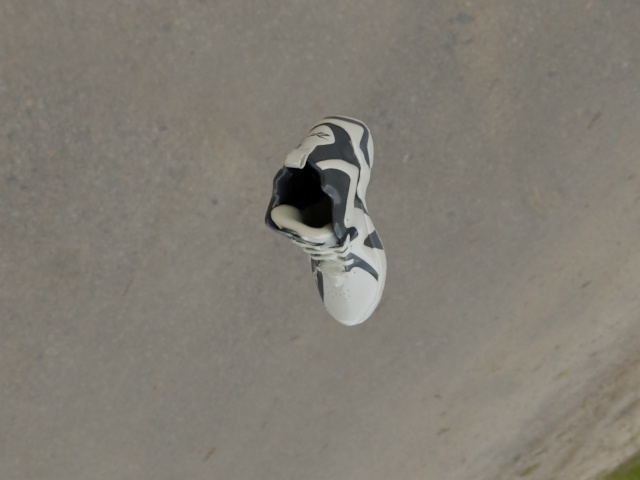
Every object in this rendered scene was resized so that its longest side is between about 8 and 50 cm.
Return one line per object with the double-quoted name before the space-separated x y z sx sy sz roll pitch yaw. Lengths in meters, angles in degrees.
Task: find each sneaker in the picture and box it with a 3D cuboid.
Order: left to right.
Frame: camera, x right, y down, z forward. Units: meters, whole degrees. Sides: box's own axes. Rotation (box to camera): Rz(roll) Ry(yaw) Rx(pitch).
"sneaker" 0.000 0.000 0.843 0.153 0.094 0.235 -36 134 -55
